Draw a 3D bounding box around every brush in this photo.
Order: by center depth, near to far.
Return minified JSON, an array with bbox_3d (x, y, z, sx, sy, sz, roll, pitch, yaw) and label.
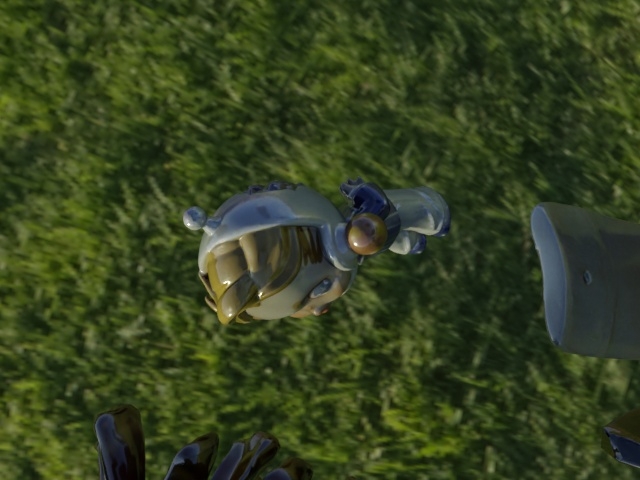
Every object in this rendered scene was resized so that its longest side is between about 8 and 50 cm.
[{"bbox_3d":[0.197,0.027,0.657,0.050,0.321,0.060,-17,73,39],"label":"brush"}]

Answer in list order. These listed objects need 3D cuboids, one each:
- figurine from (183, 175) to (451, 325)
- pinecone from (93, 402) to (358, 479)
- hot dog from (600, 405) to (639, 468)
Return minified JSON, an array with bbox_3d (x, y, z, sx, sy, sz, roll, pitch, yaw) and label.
[{"bbox_3d":[0.008,-0.005,1.372,0.274,0.194,0.133,-21,82,-22],"label":"figurine"},{"bbox_3d":[-0.044,0.188,0.519,0.264,0.264,0.264,-7,75,29],"label":"pinecone"},{"bbox_3d":[0.406,0.108,1.220,0.194,0.326,0.107,18,118,55],"label":"hot dog"}]
